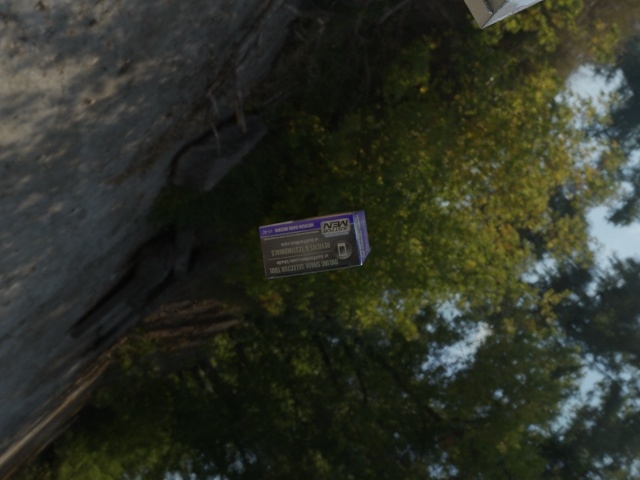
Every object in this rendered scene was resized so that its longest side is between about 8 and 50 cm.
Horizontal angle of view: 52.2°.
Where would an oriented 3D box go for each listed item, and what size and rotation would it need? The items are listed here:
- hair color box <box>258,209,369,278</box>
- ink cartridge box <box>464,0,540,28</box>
[{"bbox_3d":[0.000,0.000,1.371,0.185,0.110,0.339,-9,-176,7],"label":"hair color box"},{"bbox_3d":[0.264,-0.377,0.926,0.143,0.092,0.090,-28,175,-14],"label":"ink cartridge box"}]
